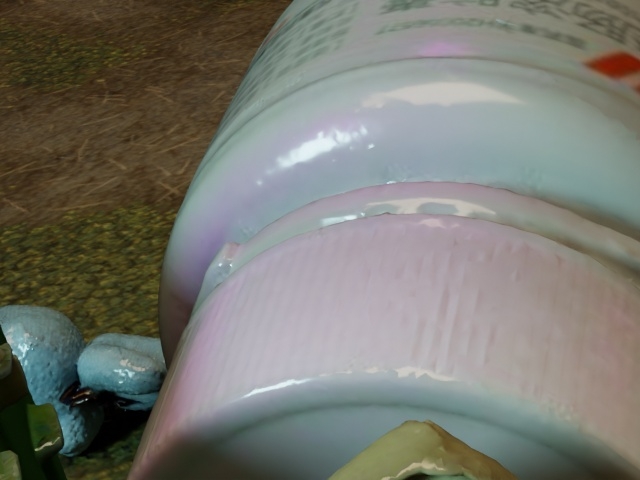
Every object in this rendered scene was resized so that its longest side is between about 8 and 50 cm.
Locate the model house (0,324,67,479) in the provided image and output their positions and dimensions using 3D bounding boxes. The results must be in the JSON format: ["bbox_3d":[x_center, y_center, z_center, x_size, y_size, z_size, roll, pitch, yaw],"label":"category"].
[{"bbox_3d":[-0.241,0.132,0.591,0.313,0.242,0.358,-18,29,-8],"label":"model house"}]

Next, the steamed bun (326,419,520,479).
[{"bbox_3d":[0.013,0.187,0.456,0.212,0.231,0.110,-29,-1,-7],"label":"steamed bun"}]

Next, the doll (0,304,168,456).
[{"bbox_3d":[-0.115,0.085,0.886,0.179,0.075,0.120,14,-12,7],"label":"doll"}]

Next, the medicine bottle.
[{"bbox_3d":[0.058,0.037,0.661,0.256,0.256,0.325,-4,31,16],"label":"medicine bottle"}]
